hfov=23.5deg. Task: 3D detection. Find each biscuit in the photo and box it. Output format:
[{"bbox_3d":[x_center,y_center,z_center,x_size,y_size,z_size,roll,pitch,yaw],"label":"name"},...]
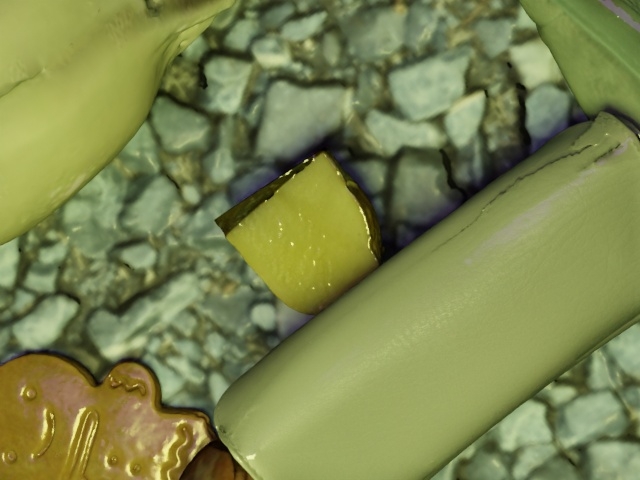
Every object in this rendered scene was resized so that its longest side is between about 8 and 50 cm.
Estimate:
[{"bbox_3d":[-0.160,0.139,1.062,0.184,0.027,0.133,32,99,8],"label":"biscuit"}]

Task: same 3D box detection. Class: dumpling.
[{"bbox_3d":[-0.253,-0.151,0.973,0.395,0.233,0.315,-33,89,-3],"label":"dumpling"}]

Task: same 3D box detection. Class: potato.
[{"bbox_3d":[0.000,0.000,1.009,0.096,0.066,0.103,-30,91,24],"label":"potato"}]

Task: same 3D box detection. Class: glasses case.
[{"bbox_3d":[0.086,0.056,0.941,0.308,0.083,0.128,-37,106,-4],"label":"glasses case"}]

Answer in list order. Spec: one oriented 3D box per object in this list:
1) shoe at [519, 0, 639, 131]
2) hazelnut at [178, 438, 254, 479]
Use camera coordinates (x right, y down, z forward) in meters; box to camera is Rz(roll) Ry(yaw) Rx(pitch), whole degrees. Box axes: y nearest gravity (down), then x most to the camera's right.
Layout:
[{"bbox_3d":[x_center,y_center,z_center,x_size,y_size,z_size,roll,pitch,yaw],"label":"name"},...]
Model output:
[{"bbox_3d":[0.205,-0.112,0.961,0.251,0.103,0.100,45,142,19],"label":"shoe"},{"bbox_3d":[-0.040,0.194,0.988,0.143,0.143,0.154,36,97,7],"label":"hazelnut"}]
